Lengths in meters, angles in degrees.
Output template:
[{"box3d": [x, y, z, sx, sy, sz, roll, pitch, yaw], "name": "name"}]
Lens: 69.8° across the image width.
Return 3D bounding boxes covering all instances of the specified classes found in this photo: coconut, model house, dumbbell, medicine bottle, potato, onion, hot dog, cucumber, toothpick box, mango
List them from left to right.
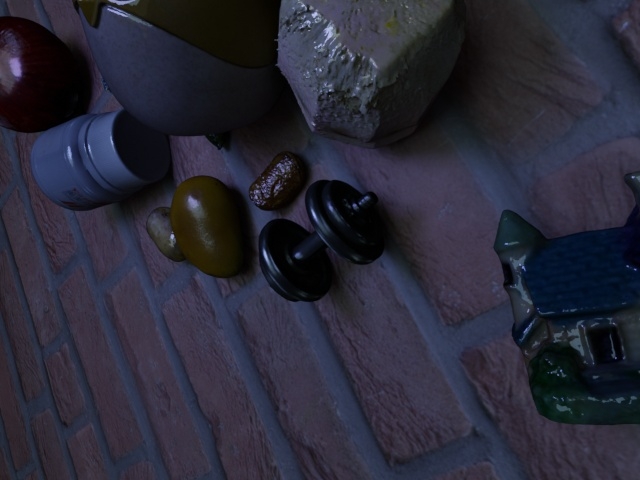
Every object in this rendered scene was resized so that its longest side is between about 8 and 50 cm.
[{"box3d": [-0.916, -0.499, 1.448, 0.340, 0.341, 0.342, 0, 91, 34], "name": "onion"}, {"box3d": [-0.595, -0.224, 1.257, 0.306, 0.245, 0.245, -12, 84, 25], "name": "medicine bottle"}, {"box3d": [-0.403, -0.019, 1.228, 0.170, 0.080, 0.107, 46, 122, 28], "name": "potato"}, {"box3d": [-0.263, -0.454, 0.889, 0.408, 0.409, 0.426, 22, 134, 32], "name": "toothpick box"}, {"box3d": [-0.290, -0.329, 1.162, 0.069, 0.069, 0.228, -29, 79, 30], "name": "cucumber"}, {"box3d": [-0.275, -0.029, 1.108, 0.175, 0.139, 0.255, -12, 90, 37], "name": "mango"}, {"box3d": [-0.096, -0.133, 1.031, 0.147, 0.065, 0.099, -48, 65, 12], "name": "hot dog"}, {"box3d": [0.000, 0.000, 0.891, 0.290, 0.192, 0.192, -39, 70, 30], "name": "dumbbell"}, {"box3d": [0.071, -0.314, 0.785, 0.297, 0.309, 0.298, 0, 80, -3], "name": "coconut"}, {"box3d": [0.399, 0.053, 0.592, 0.311, 0.245, 0.281, -12, 88, 24], "name": "model house"}]

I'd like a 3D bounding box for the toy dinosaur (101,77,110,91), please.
[{"box3d": [-0.652, -0.502, 1.421, 0.047, 0.030, 0.084, 18, 101, 32], "name": "toy dinosaur"}]
